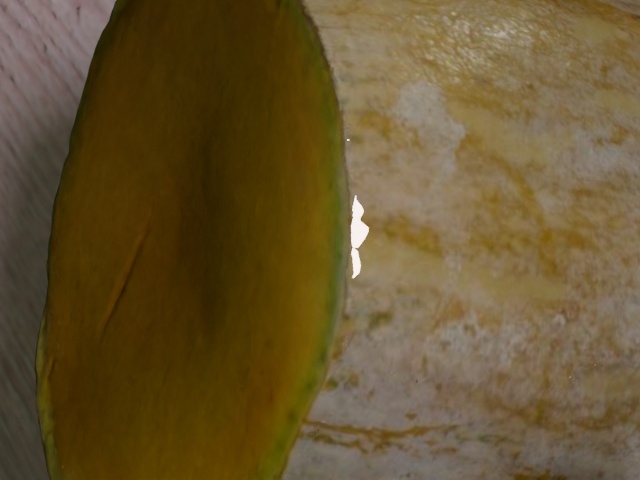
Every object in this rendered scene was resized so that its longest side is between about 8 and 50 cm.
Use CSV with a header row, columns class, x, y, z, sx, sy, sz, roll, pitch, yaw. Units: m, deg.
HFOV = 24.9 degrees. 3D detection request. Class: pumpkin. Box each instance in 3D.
class,x,y,z,sx,sy,sz,roll,pitch,yaw
pumpkin,0.000,0.000,0.635,0.332,0.199,0.332,-27,55,46
